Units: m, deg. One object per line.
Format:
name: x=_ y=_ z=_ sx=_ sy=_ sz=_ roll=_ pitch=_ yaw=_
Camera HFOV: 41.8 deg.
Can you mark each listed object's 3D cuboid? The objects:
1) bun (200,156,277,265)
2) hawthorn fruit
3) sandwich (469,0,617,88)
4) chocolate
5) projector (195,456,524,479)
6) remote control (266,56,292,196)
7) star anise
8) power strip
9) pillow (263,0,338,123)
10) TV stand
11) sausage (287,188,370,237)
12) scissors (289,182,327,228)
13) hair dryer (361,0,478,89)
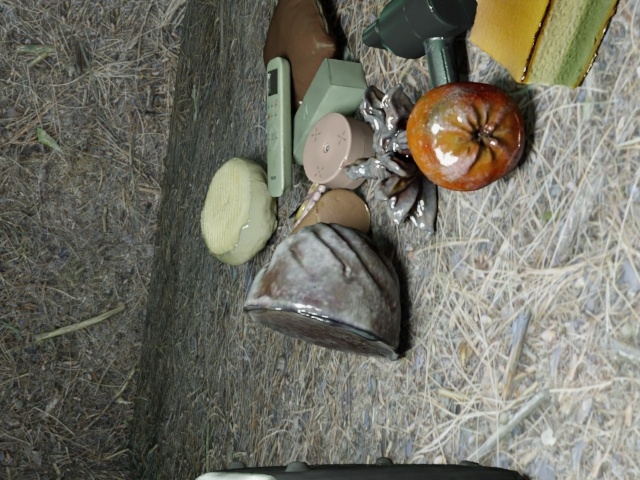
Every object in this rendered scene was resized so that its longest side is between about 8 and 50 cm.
bun: x=-0.203 y=-0.076 z=2.214 sx=0.287 sy=0.146 sz=0.287 roll=-18 pitch=67 yaw=50
hawthorn fruit: x=0.209 y=-0.154 z=1.237 sx=0.173 sy=0.173 sz=0.172 roll=-177 pitch=90 yaw=-67
sandwich: x=0.298 y=-0.339 z=1.115 sx=0.186 sy=0.108 sz=0.220 roll=-118 pitch=36 yaw=-49
chocolate: x=0.028 y=0.080 z=1.541 sx=0.303 sy=0.303 sz=0.212 roll=-20 pitch=52 yaw=65
projector: x=0.048 y=0.442 z=1.233 sx=0.395 sy=0.405 sz=0.241 roll=146 pitch=124 yaw=-63
remote control: x=-0.091 y=-0.252 z=1.871 sx=0.090 sy=0.038 sz=0.309 roll=-174 pitch=83 yaw=-66
star anise: x=0.127 y=-0.135 z=1.433 sx=0.212 sy=0.129 sz=0.282 roll=-117 pitch=22 yaw=-45
power strip: x=0.037 y=-0.180 z=1.703 sx=0.154 sy=0.078 sz=0.154 roll=-19 pitch=65 yaw=48
pillow: x=-0.051 y=-0.432 z=1.939 sx=0.305 sy=0.109 sz=0.307 roll=117 pitch=146 yaw=-46
TV stand: x=0.005 y=-0.272 z=1.819 sx=0.269 sy=0.088 sz=0.082 roll=125 pitch=141 yaw=-50
sausage: x=0.000 y=0.000 z=1.755 sx=0.253 sy=0.123 sz=0.123 roll=135 pitch=133 yaw=-57
scissors: x=-0.032 y=-0.084 z=1.916 sx=0.160 sy=0.024 sz=0.317 roll=-63 pitch=8 yaw=-13
hair dryer: x=0.180 y=-0.279 z=1.413 sx=0.244 sy=0.116 sz=0.302 roll=161 pitch=103 yaw=-68
